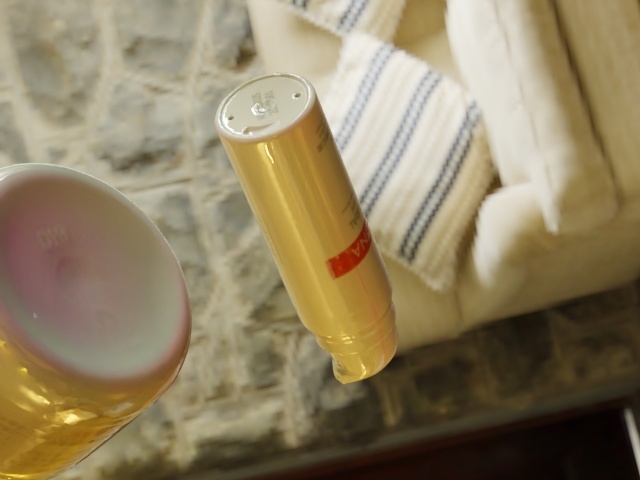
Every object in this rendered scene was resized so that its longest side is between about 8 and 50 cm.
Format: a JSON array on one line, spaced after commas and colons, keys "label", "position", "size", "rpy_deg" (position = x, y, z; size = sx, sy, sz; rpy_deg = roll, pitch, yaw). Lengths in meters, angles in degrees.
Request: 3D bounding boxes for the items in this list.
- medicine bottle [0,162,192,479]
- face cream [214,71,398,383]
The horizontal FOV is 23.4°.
[{"label": "medicine bottle", "position": [-0.300, 0.107, 1.437], "size": [0.325, 0.256, 0.256], "rpy_deg": [-41, 53, 39]}, {"label": "face cream", "position": [0.000, 0.000, 1.478], "size": [0.102, 0.102, 0.345], "rpy_deg": [-109, -4, -48]}]
